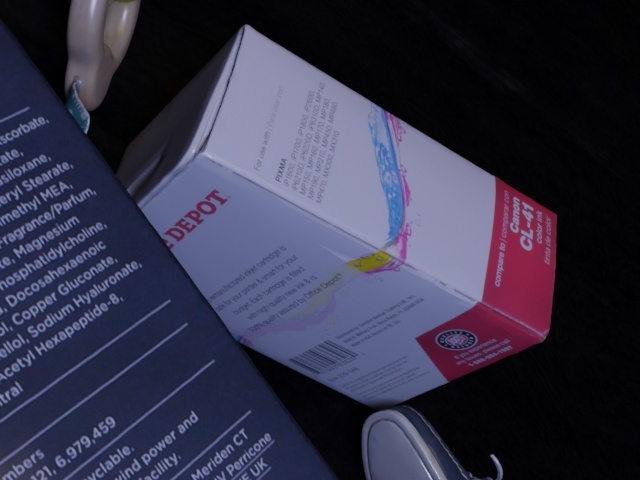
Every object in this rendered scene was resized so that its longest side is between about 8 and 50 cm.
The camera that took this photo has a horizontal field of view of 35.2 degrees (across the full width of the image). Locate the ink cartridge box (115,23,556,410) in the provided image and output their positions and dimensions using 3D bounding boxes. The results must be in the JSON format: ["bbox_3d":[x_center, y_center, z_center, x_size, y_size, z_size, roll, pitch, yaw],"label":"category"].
[{"bbox_3d":[0.000,0.000,0.806,0.306,0.226,0.131,30,55,-21],"label":"ink cartridge box"}]

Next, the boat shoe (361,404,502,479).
[{"bbox_3d":[0.123,0.246,0.863,0.079,0.095,0.254,-31,90,-38],"label":"boat shoe"}]

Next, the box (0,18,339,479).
[{"bbox_3d":[-0.233,0.079,0.565,0.212,0.293,0.395,-38,94,-40],"label":"box"}]

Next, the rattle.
[{"bbox_3d":[-0.226,-0.171,0.832,0.143,0.130,0.199,18,86,-15],"label":"rattle"}]
